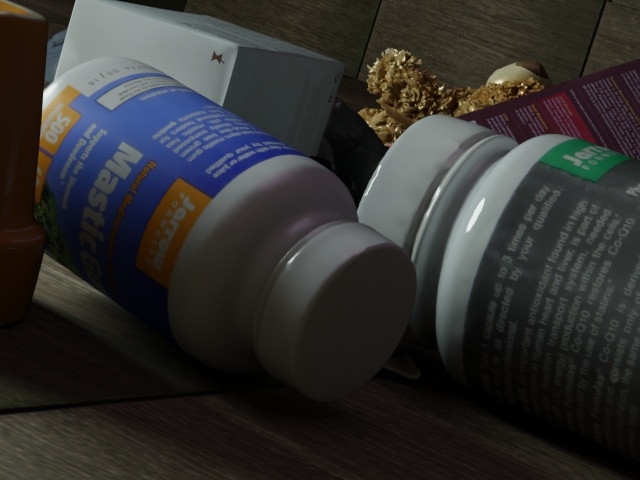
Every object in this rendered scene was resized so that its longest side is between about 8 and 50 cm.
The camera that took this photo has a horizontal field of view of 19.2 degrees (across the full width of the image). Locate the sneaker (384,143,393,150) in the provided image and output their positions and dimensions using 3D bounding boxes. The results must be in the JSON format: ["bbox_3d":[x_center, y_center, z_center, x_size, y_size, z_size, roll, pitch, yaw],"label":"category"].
[{"bbox_3d":[0.001,-0.063,1.899,0.313,0.116,0.136,14,5,-32],"label":"sneaker"}]

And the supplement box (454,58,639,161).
[{"bbox_3d":[0.229,-0.072,1.727,0.239,0.073,0.130,-18,66,-21],"label":"supplement box"}]

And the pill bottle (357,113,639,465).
[{"bbox_3d":[0.211,0.044,1.359,0.361,0.204,0.204,22,10,27],"label":"pill bottle"}]

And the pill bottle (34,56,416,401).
[{"bbox_3d":[-0.072,-0.005,1.255,0.272,0.152,0.152,31,15,36],"label":"pill bottle"}]

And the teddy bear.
[{"bbox_3d":[0.151,-0.112,1.954,0.245,0.113,0.338,33,-19,0],"label":"teddy bear"}]

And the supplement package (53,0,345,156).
[{"bbox_3d":[-0.109,-0.078,1.511,0.149,0.194,0.203,21,9,22],"label":"supplement package"}]

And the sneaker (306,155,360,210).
[{"bbox_3d":[0.000,0.000,1.466,0.109,0.130,0.286,19,8,23],"label":"sneaker"}]

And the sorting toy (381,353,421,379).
[{"bbox_3d":[0.038,0.084,1.401,0.062,0.012,0.083,18,9,-10],"label":"sorting toy"}]

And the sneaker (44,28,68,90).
[{"bbox_3d":[-0.248,-0.173,2.049,0.126,0.128,0.321,7,12,-42],"label":"sneaker"}]

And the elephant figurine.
[{"bbox_3d":[-0.071,-0.066,1.708,0.239,0.169,0.186,5,-29,36],"label":"elephant figurine"}]

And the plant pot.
[{"bbox_3d":[-0.258,-0.068,1.190,0.205,0.188,0.205,17,9,-3],"label":"plant pot"}]
